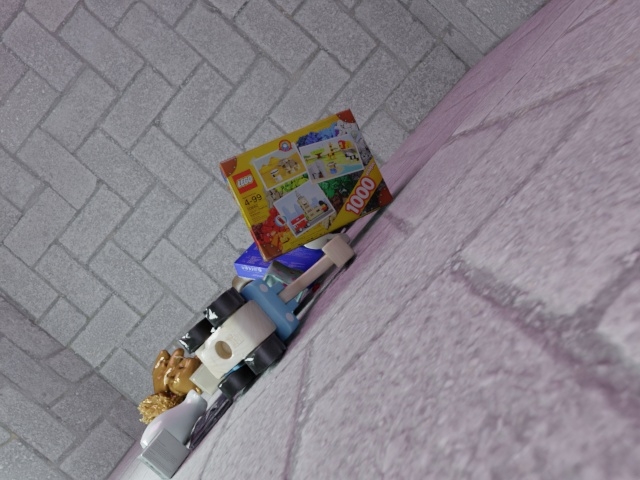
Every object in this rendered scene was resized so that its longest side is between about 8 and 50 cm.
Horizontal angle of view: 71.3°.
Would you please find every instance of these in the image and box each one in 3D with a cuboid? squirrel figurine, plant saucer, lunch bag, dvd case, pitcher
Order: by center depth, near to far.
[{"bbox_3d":[-0.321,0.518,1.328,0.164,0.018,0.221,-50,5,-12],"label":"dvd case"},{"bbox_3d":[-0.467,0.611,1.444,0.207,0.125,0.178,-42,-26,-42],"label":"pitcher"},{"bbox_3d":[-0.166,0.223,1.546,0.223,0.160,0.262,-89,23,-79],"label":"lunch bag"},{"bbox_3d":[-0.265,0.220,2.130,0.310,0.310,0.050,-45,42,39],"label":"plant saucer"},{"bbox_3d":[-0.718,0.745,2.234,0.370,0.281,0.397,-22,39,59],"label":"squirrel figurine"}]

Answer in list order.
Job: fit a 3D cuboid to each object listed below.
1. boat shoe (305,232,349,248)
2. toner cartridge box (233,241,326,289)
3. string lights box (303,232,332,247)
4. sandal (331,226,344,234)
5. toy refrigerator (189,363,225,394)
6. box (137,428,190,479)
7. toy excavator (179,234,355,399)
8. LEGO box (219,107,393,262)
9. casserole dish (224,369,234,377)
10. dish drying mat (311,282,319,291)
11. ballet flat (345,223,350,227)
[{"bbox_3d":[0.021,0.002,1.763,0.184,0.066,0.063,-10,-14,-5],"label":"boat shoe"},{"bbox_3d":[-0.159,0.092,1.785,0.348,0.075,0.165,7,37,29],"label":"toner cartridge box"},{"bbox_3d":[-0.025,-0.011,1.876,0.133,0.077,0.260,-49,-33,-7],"label":"string lights box"},{"bbox_3d":[0.001,-0.001,2.186,0.446,0.107,0.167,-53,4,1],"label":"sandal"},{"bbox_3d":[-0.478,0.580,1.885,0.094,0.102,0.269,-50,3,-25],"label":"toy refrigerator"},{"bbox_3d":[-0.433,0.589,1.229,0.087,0.101,0.102,-50,4,-38],"label":"box"},{"bbox_3d":[-0.128,0.183,1.315,0.433,0.222,0.445,-45,-4,29],"label":"toy excavator"},{"bbox_3d":[-0.053,-0.191,1.608,0.500,0.372,0.193,-26,0,-11],"label":"LEGO box"},{"bbox_3d":[-0.266,0.425,1.522,0.114,0.037,0.188,-51,5,-38],"label":"casserole dish"},{"bbox_3d":[-0.017,0.164,1.550,0.032,0.008,0.083,-48,3,-4],"label":"dish drying mat"},{"bbox_3d":[0.128,-0.125,2.331,0.077,0.079,0.221,-44,5,20],"label":"ballet flat"}]
